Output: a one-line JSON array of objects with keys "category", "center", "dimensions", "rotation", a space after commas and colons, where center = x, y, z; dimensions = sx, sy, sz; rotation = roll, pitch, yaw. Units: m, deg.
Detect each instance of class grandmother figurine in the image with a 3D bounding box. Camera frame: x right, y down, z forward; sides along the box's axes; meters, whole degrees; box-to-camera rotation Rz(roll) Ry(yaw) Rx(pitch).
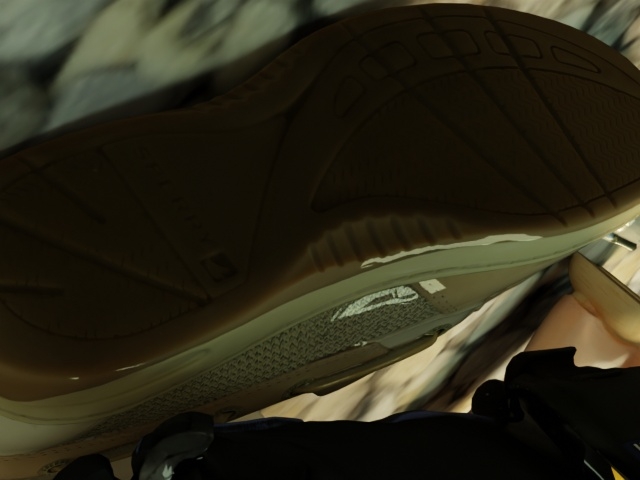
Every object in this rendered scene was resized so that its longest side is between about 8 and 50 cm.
[{"category": "grandmother figurine", "center": [0.080, 0.164, 0.972], "dimensions": [0.342, 0.104, 0.208], "rotation": [-51, 148, 8]}]

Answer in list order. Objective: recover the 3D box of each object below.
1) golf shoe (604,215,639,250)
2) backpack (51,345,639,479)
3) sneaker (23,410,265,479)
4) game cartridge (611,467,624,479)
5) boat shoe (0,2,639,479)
[{"category": "golf shoe", "center": [0.125, -0.032, 0.727], "dimensions": [0.176, 0.086, 0.069], "rotation": [-9, 140, -53]}, {"category": "backpack", "center": [0.065, 0.176, 0.486], "dimensions": [0.276, 0.263, 0.213], "rotation": [-4, 118, -53]}, {"category": "sneaker", "center": [-0.105, 0.144, 0.579], "dimensions": [0.297, 0.129, 0.111], "rotation": [-25, 152, -37]}, {"category": "game cartridge", "center": [0.036, 0.270, 0.745], "dimensions": [0.323, 0.052, 0.285], "rotation": [-40, 138, -30]}, {"category": "boat shoe", "center": [0.000, 0.000, 0.551], "dimensions": [0.302, 0.109, 0.098], "rotation": [-21, 154, -33]}]
